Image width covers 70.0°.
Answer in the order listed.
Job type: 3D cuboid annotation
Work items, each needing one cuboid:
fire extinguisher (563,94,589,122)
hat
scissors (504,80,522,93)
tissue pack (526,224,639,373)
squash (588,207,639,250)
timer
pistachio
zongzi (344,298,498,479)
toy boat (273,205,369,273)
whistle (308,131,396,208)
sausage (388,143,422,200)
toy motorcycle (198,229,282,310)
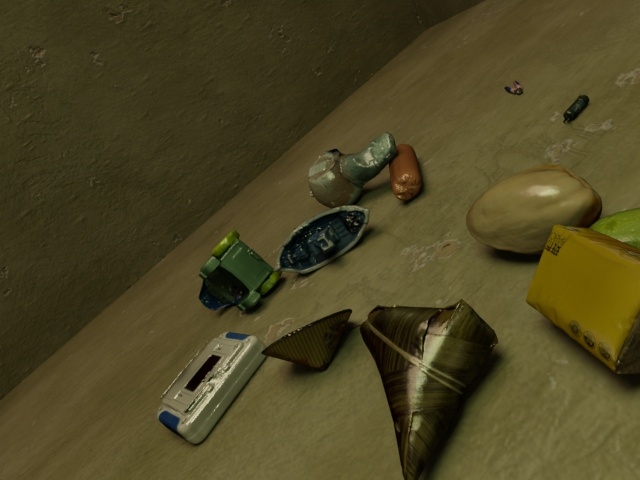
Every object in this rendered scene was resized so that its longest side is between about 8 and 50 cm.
[{"bbox_3d":[0.568,-0.291,1.027,0.083,0.025,0.038,-44,-16,-16],"label":"fire extinguisher"},{"bbox_3d":[-0.009,0.208,0.872,0.193,0.082,0.193,-26,-15,-7],"label":"hat"},{"bbox_3d":[0.576,-0.450,1.355,0.039,0.012,0.113,-30,23,21],"label":"scissors"},{"bbox_3d":[0.331,0.061,0.537,0.169,0.082,0.119,-113,33,-68],"label":"tissue pack"},{"bbox_3d":[0.429,-0.003,0.578,0.188,0.095,0.095,-18,29,50],"label":"squash"},{"bbox_3d":[-0.248,0.315,1.030,0.179,0.078,0.253,-9,35,51],"label":"timer"},{"bbox_3d":[0.342,-0.045,0.744,0.144,0.144,0.215,-51,14,-29],"label":"pistachio"},{"bbox_3d":[0.102,0.201,0.668,0.241,0.111,0.248,-55,21,-22],"label":"zongzi"},{"bbox_3d":[0.000,0.000,1.196,0.309,0.129,0.142,-32,7,19],"label":"toy boat"},{"bbox_3d":[0.101,-0.205,1.396,0.348,0.189,0.189,-26,24,38],"label":"whistle"},{"bbox_3d":[0.236,-0.199,1.289,0.086,0.086,0.289,-30,21,21],"label":"sausage"},{"bbox_3d":[-0.270,0.116,1.368,0.199,0.191,0.326,-52,9,-22],"label":"toy motorcycle"}]
